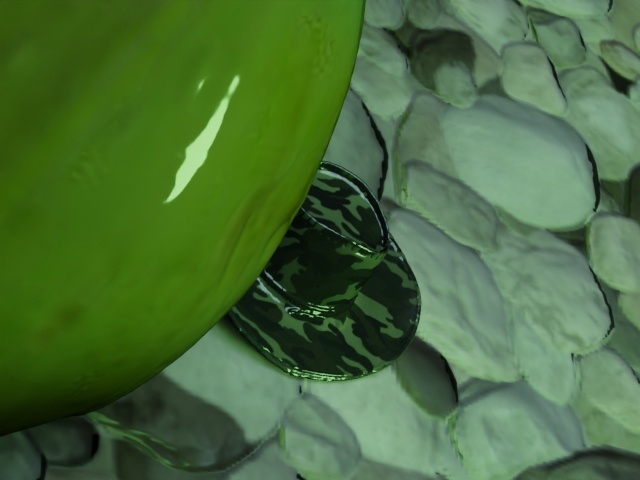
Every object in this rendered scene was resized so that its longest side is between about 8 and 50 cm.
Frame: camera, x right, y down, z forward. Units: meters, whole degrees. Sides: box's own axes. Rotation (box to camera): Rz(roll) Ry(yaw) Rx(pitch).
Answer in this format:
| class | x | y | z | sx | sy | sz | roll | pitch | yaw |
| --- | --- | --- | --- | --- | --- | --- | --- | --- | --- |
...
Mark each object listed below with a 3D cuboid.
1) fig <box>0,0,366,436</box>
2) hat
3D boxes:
| class | x | y | z | sx | sy | sz | roll | pitch | yaw |
| --- | --- | --- | --- | --- | --- | --- | --- | --- | --- |
| fig | -0.100 | -0.069 | 0.549 | 0.239 | 0.271 | 0.239 | 41 | 28 | -28 |
| hat | 0.000 | 0.000 | 0.728 | 0.121 | 0.050 | 0.121 | 22 | 46 | -25 |
